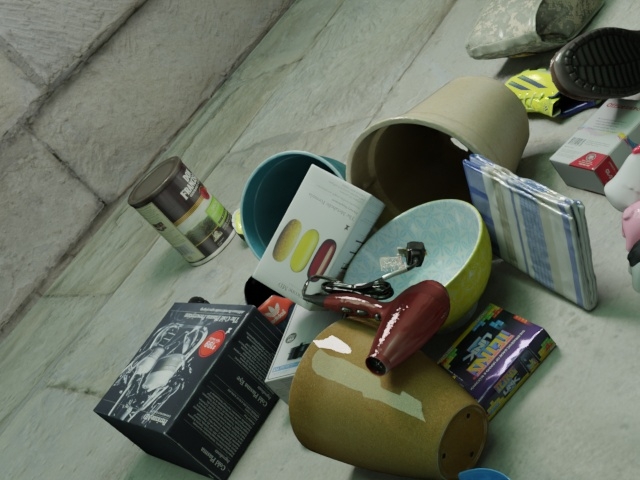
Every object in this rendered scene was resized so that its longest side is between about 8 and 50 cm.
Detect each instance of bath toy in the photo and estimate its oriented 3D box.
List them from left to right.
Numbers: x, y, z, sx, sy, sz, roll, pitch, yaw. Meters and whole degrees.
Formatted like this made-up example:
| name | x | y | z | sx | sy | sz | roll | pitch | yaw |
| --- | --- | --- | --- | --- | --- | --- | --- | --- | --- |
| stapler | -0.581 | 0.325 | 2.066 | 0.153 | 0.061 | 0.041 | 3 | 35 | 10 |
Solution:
| name | x | y | z | sx | sy | sz | roll | pitch | yaw |
| --- | --- | --- | --- | --- | --- | --- | --- | --- | --- |
| bath toy | 0.531 | -0.031 | 1.203 | 0.152 | 0.129 | 0.348 | 1 | 37 | 5 |

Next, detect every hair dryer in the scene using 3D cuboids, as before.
| name | x | y | z | sx | sy | sz | roll | pitch | yaw |
| --- | --- | --- | --- | --- | --- | --- | --- | --- | --- |
| hair dryer | 0.092 | 0.116 | 1.244 | 0.224 | 0.080 | 0.293 | -21 | 25 | 5 |

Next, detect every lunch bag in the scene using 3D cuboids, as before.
| name | x | y | z | sx | sy | sz | roll | pitch | yaw |
| --- | --- | --- | --- | --- | --- | --- | --- | --- | --- |
| lunch bag | 0.520 | -0.550 | 1.971 | 0.287 | 0.169 | 0.235 | -48 | 27 | -23 |

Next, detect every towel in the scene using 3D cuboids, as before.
| name | x | y | z | sx | sy | sz | roll | pitch | yaw |
| --- | --- | --- | --- | --- | --- | --- | --- | --- | --- |
| towel | 0.346 | -0.021 | 1.320 | 0.034 | 0.209 | 0.285 | -28 | 31 | -14 |

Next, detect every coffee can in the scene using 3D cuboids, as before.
| name | x | y | z | sx | sy | sz | roll | pitch | yaw |
| --- | --- | --- | --- | --- | --- | --- | --- | --- | --- |
| coffee can | -0.411 | -0.086 | 2.389 | 0.202 | 0.275 | 0.201 | -31 | 28 | 19 |

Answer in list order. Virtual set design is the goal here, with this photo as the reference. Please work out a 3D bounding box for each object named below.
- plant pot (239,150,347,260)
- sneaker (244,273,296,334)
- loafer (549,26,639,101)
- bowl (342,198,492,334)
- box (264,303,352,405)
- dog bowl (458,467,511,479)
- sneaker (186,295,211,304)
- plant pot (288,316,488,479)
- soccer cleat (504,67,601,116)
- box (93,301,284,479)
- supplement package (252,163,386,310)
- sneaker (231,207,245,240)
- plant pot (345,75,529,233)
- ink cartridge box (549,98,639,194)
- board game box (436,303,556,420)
| name | x | y | z | sx | sy | sz | roll | pitch | yaw |
| --- | --- | --- | --- | --- | --- | --- | --- | --- | --- |
| plant pot | 0.000 | -0.069 | 1.789 | 0.272 | 0.271 | 0.255 | -27 | -5 | 26 |
| sneaker | -0.121 | 0.115 | 1.829 | 0.131 | 0.148 | 0.350 | -43 | 25 | -3 |
| loafer | 0.570 | -0.329 | 1.520 | 0.366 | 0.133 | 0.130 | -14 | -3 | -28 |
| bowl | 0.199 | 0.078 | 1.443 | 0.289 | 0.156 | 0.289 | -30 | 29 | 19 |
| box | 0.015 | 0.185 | 1.610 | 0.169 | 0.087 | 0.290 | -19 | 33 | 37 |
| dog bowl | 0.156 | 0.417 | 1.077 | 0.297 | 0.074 | 0.166 | -26 | 29 | 29 |
| sneaker | -0.357 | 0.277 | 1.987 | 0.124 | 0.107 | 0.283 | -40 | 18 | 38 |
| plant pot | 0.121 | 0.266 | 1.224 | 0.254 | 0.237 | 0.237 | 18 | 62 | 46 |
| soccer cleat | 0.490 | -0.315 | 1.736 | 0.289 | 0.093 | 0.121 | -7 | 49 | 50 |
| box | -0.263 | 0.306 | 1.695 | 0.343 | 0.179 | 0.312 | -5 | 45 | 51 |
| supplement package | 0.000 | 0.000 | 1.527 | 0.244 | 0.139 | 0.134 | -62 | -17 | 3 |
| sneaker | -0.189 | -0.082 | 2.306 | 0.094 | 0.081 | 0.208 | -22 | 31 | 30 |
| plant pot | 0.269 | -0.173 | 1.604 | 0.334 | 0.333 | 0.305 | -13 | 27 | 44 |
| ink cartridge box | 0.538 | -0.176 | 1.475 | 0.175 | 0.072 | 0.127 | -44 | 25 | -6 |
| board game box | 0.273 | 0.194 | 1.291 | 0.170 | 0.048 | 0.141 | -46 | 25 | -10 |
